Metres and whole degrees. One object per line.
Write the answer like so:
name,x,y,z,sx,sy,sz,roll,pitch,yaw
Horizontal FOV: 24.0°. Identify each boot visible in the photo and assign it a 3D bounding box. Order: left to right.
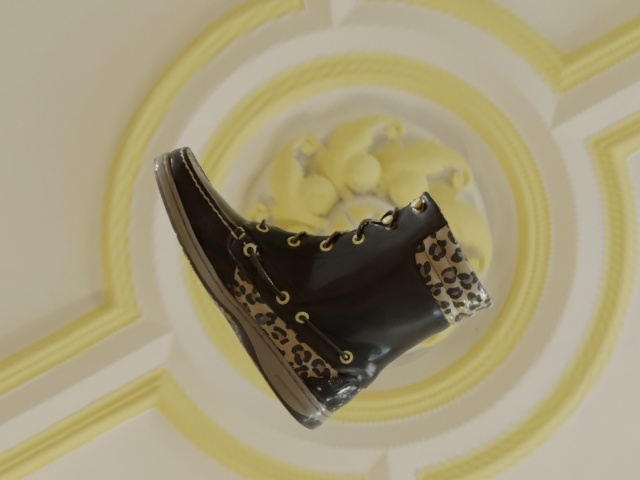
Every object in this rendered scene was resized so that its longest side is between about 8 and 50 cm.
boot,0.001,0.001,1.126,0.179,0.085,0.236,-31,-89,6
